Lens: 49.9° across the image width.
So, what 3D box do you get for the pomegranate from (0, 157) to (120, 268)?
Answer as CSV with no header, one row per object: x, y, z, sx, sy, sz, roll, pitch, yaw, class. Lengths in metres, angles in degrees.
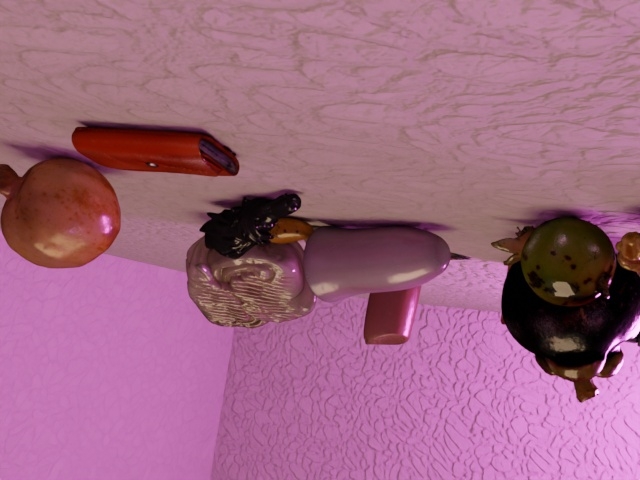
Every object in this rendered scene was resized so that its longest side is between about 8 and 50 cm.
-0.464,-0.047,1.232,0.207,0.207,0.207,8,172,1,pomegranate

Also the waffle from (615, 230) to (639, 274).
0.567,0.010,1.007,0.249,0.056,0.253,-8,162,25,waffle

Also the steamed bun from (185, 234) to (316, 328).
-0.176,0.066,1.726,0.310,0.219,0.324,-9,142,15,steamed bun

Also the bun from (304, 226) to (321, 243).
0.000,0.000,1.598,0.086,0.054,0.086,9,173,1,bun

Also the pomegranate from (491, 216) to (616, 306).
0.387,0.037,1.144,0.156,0.156,0.220,13,170,-30,pomegranate

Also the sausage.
0.181,0.138,1.689,0.123,0.252,0.123,12,169,2,sausage

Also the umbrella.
-0.134,-0.040,1.365,0.118,0.118,0.340,13,161,-29,umbrella

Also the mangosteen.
0.482,0.153,1.303,0.275,0.302,0.275,-6,175,-1,mangosteen

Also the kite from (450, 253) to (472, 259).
0.334,0.041,1.719,0.090,0.004,0.122,6,171,19,kite

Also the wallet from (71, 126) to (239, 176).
-0.236,-0.125,1.005,0.205,0.045,0.142,5,171,16,wallet

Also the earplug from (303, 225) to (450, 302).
0.130,0.038,1.431,0.301,0.172,0.172,-7,164,40,earplug

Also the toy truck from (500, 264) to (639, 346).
0.633,0.144,1.579,0.388,0.173,0.207,7,179,28,toy truck

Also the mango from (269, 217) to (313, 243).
-0.071,-0.022,1.518,0.114,0.057,0.079,3,163,15,mango
